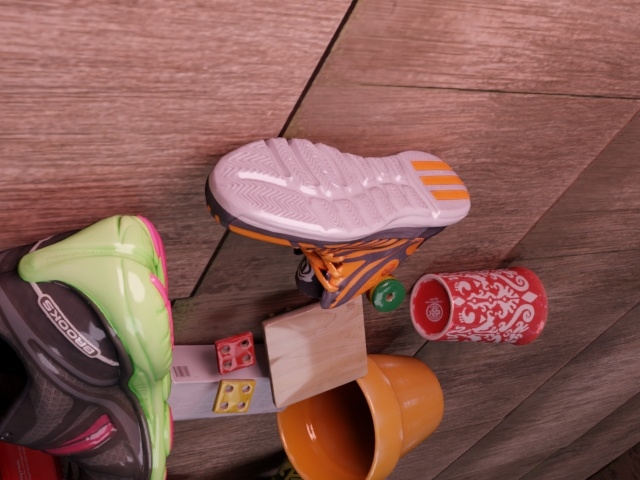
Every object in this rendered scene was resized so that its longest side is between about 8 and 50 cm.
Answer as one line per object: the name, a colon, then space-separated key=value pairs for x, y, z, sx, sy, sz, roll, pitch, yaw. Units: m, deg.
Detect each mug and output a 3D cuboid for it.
mug: x=0.209 y=0.104 z=1.298 sx=0.169 sy=0.113 sz=0.150 roll=2 pitch=140 yaw=-35

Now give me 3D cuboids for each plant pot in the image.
plant pot: x=0.071 y=0.247 z=1.339 sx=0.188 sy=0.205 sz=0.205 roll=-7 pitch=147 yaw=-43

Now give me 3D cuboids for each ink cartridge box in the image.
ink cartridge box: x=-0.335 y=0.301 z=1.170 sx=0.078 sy=0.134 sz=0.231 roll=-28 pitch=152 yaw=6

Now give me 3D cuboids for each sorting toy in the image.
sorting toy: x=-0.020 y=0.133 z=1.177 sx=0.275 sy=0.046 sz=0.132 roll=-18 pitch=122 yaw=-19

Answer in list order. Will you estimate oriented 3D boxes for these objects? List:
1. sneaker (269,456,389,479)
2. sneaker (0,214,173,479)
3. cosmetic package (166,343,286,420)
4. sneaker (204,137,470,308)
sneaker: x=-0.062 y=0.462 z=1.641 sx=0.385 sy=0.147 sz=0.145 roll=-14 pitch=165 yaw=-27
sneaker: x=-0.258 y=0.141 z=0.962 sx=0.202 sy=0.185 sz=0.482 roll=-3 pitch=140 yaw=-12
cosmetic package: x=-0.126 y=0.184 z=1.215 sx=0.239 sy=0.060 sz=0.099 roll=5 pitch=136 yaw=-43
sneaker: x=0.000 y=0.000 z=0.940 sx=0.321 sy=0.124 sz=0.180 roll=2 pitch=141 yaw=-40
